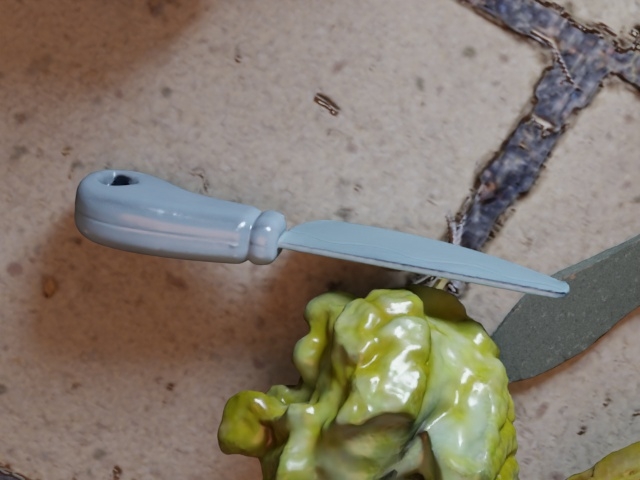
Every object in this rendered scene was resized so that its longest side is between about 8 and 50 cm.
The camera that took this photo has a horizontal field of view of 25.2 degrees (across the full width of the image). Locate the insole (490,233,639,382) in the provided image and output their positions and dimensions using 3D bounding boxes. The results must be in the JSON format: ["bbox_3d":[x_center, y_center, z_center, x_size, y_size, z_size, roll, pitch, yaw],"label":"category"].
[{"bbox_3d":[0.196,0.037,0.998,0.192,0.010,0.063,-33,106,13],"label":"insole"}]

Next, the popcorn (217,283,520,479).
[{"bbox_3d":[0.040,0.125,0.955,0.185,0.167,0.187,-32,102,18],"label":"popcorn"}]

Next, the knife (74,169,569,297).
[{"bbox_3d":[0.000,-0.001,0.956,0.331,0.080,0.044,9,108,3],"label":"knife"}]

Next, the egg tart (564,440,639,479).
[{"bbox_3d":[0.278,0.253,1.021,0.295,0.116,0.295,2,110,5],"label":"egg tart"}]
